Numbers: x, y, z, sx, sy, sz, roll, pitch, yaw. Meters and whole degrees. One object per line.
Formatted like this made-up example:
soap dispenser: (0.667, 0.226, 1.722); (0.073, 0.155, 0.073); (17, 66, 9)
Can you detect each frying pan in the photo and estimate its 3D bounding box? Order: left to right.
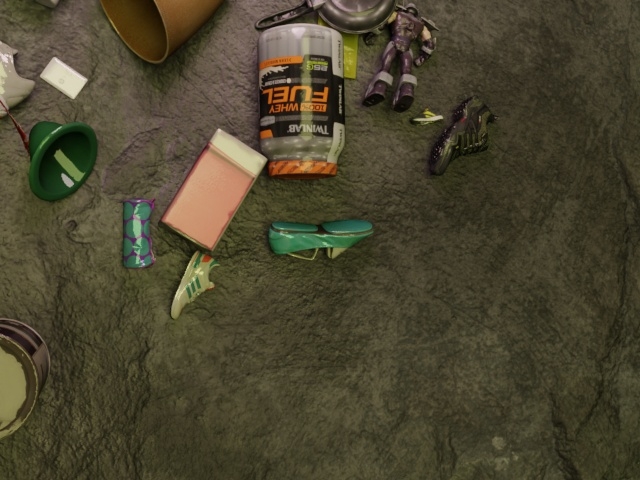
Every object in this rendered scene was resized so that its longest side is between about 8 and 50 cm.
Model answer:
frying pan: (0.017, -0.576, 1.710); (0.326, 0.053, 0.197); (3, 79, -3)

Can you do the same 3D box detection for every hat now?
hat: (-0.587, -0.213, 1.541); (0.183, 0.209, 0.173); (32, 35, 19)

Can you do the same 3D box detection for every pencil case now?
pencil case: (-0.390, -0.015, 1.602); (0.070, 0.064, 0.152); (-2, 90, 0)

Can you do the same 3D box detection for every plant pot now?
plant pot: (-0.303, -0.540, 1.568); (0.254, 0.237, 0.237); (-41, 100, -26)

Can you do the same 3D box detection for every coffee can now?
coffee can: (-0.631, 0.260, 1.420); (0.201, 0.275, 0.202); (0, 89, -16)

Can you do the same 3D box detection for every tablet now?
tablet: (-0.548, -0.347, 1.593); (0.083, 0.006, 0.054); (34, 81, -12)

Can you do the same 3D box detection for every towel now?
towel: (0.044, -0.504, 1.755); (0.102, 0.021, 0.237); (4, 88, -15)

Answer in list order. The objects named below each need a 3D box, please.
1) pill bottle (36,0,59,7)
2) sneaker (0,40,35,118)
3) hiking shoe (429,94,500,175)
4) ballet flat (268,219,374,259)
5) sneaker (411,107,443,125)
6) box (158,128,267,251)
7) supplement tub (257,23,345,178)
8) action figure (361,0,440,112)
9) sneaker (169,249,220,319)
pill bottle: (-0.540, -0.603, 1.539); (0.121, 0.121, 0.221); (28, 83, -14)
sneaker: (-0.692, -0.385, 1.517); (0.121, 0.099, 0.262); (-40, 107, -20)
hiking shoe: (0.353, -0.239, 1.804); (0.114, 0.086, 0.227); (34, 80, -9)
ballet flat: (0.000, 0.000, 1.714); (0.247, 0.083, 0.087); (-1, 114, -16)
sneaker: (0.256, -0.302, 1.810); (0.083, 0.031, 0.035); (-9, 78, -20)
box: (-0.235, -0.103, 1.603); (0.126, 0.148, 0.232); (32, 80, -12)
supplement tub: (-0.041, -0.297, 1.639); (0.193, 0.193, 0.316); (-2, 89, -16)
action figure: (0.183, -0.447, 1.756); (0.185, 0.099, 0.285); (17, 71, -8)
sneaker: (-0.274, 0.105, 1.636); (0.075, 0.057, 0.161); (23, 80, -9)
